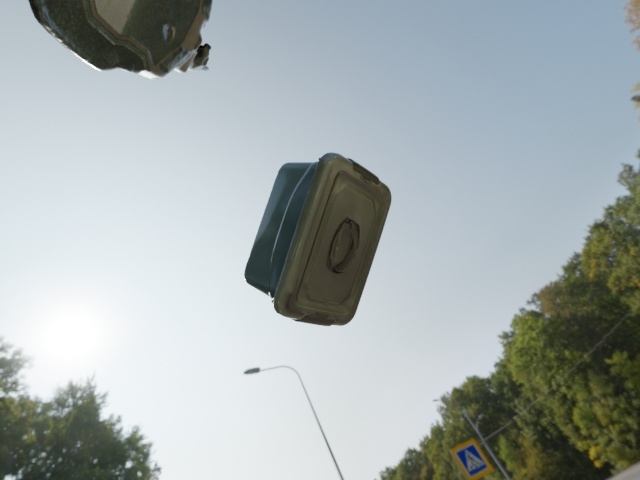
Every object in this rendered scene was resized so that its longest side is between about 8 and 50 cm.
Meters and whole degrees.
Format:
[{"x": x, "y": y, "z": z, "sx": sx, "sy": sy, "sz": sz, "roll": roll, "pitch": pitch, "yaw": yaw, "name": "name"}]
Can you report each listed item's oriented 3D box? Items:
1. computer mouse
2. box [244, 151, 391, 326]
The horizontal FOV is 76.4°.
[{"x": -0.202, "y": -0.277, "z": 0.417, "sx": 0.199, "sy": 0.115, "sz": 0.389, "roll": -57, "pitch": -3, "yaw": 4, "name": "computer mouse"}, {"x": 0.000, "y": 0.000, "z": 0.580, "sx": 0.162, "sy": 0.130, "sz": 0.227, "roll": 21, "pitch": -95, "yaw": -47, "name": "box"}]
